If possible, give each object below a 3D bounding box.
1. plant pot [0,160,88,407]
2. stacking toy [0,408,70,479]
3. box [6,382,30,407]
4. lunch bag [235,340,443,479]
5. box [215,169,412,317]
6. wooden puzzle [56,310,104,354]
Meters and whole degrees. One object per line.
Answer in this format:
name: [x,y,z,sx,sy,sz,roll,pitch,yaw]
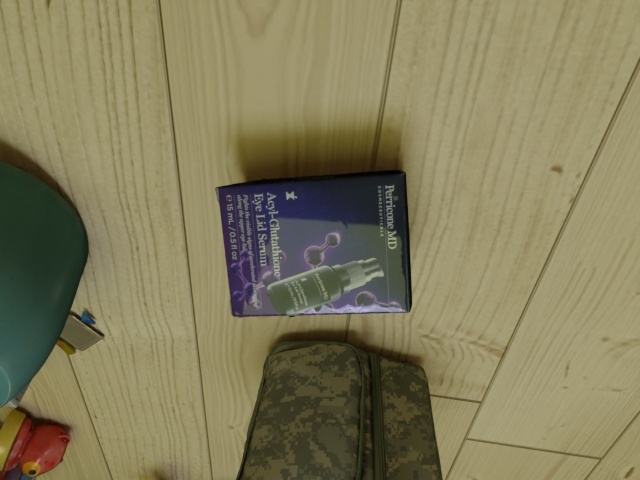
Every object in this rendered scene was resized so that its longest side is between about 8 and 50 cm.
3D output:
plant pot: [-0.453,0.078,0.549,0.293,0.235,0.293,-10,133,-10]
stacking toy: [-0.635,0.541,0.940,0.130,0.279,0.309,21,124,-20]
box: [-0.596,0.192,0.763,0.203,0.103,0.114,16,144,-8]
lunch bag: [0.015,0.304,0.658,0.256,0.305,0.213,17,125,-6]
box: [0.000,0.000,0.539,0.207,0.108,0.153,-4,100,10]
wooden puzzle: [-0.423,0.160,0.796,0.116,0.014,0.078,-24,123,23]
